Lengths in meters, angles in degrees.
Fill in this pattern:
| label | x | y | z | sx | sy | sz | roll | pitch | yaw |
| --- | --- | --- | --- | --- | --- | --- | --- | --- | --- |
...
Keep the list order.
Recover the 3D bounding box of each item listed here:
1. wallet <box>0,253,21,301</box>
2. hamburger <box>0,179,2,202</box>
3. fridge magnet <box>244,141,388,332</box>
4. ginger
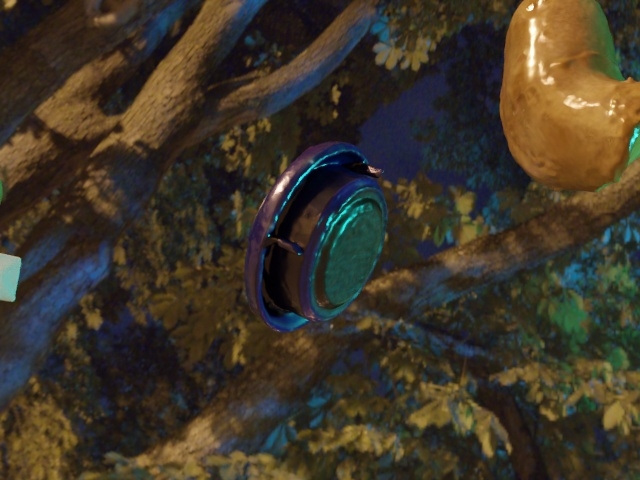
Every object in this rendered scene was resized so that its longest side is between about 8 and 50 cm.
| label | x | y | z | sx | sy | sz | roll | pitch | yaw |
| --- | --- | --- | --- | --- | --- | --- | --- | --- | --- |
| wallet | -0.298 | 0.026 | 0.677 | 0.083 | 0.044 | 0.011 | 13 | -34 | -22 |
| hamburger | -0.431 | -0.048 | 0.874 | 0.137 | 0.175 | 0.175 | 42 | -47 | 7 |
| fridge magnet | 0.000 | 0.000 | 1.060 | 0.112 | 0.265 | 0.265 | 24 | -43 | 27 |
| ginger | 0.251 | -0.150 | 0.811 | 0.152 | 0.267 | 0.138 | -26 | -37 | 18 |
